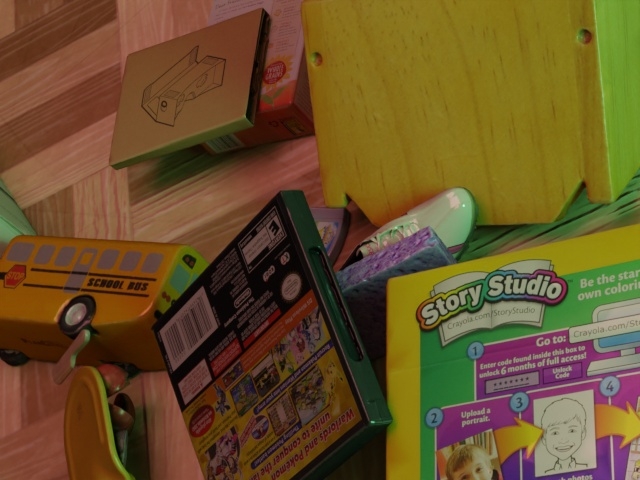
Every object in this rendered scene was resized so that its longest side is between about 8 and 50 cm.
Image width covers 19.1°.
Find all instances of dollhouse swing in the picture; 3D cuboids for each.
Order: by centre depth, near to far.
[{"bbox_3d":[0.211,-0.195,2.031,0.347,0.305,0.315,-1,99,35],"label":"dollhouse swing"}]

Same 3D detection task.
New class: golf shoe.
[{"bbox_3d":[0.081,0.014,1.918,0.186,0.086,0.067,-45,60,24],"label":"golf shoe"}]

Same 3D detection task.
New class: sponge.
[{"bbox_3d":[0.049,0.070,1.908,0.210,0.117,0.031,-27,45,17],"label":"sponge"}]

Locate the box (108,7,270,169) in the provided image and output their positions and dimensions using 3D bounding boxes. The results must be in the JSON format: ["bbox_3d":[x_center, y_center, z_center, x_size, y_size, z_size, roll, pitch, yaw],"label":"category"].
[{"bbox_3d":[-0.153,-0.176,2.217,0.201,0.021,0.164,-15,51,30],"label":"box"}]

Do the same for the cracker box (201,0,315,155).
[{"bbox_3d":[-0.062,-0.223,2.246,0.155,0.067,0.232,-10,54,32],"label":"cracker box"}]

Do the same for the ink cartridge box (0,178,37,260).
[{"bbox_3d":[-0.483,-0.012,2.362,0.198,0.115,0.273,-43,44,2],"label":"ink cartridge box"}]

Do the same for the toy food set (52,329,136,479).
[{"bbox_3d":[-0.222,0.203,2.029,0.128,0.071,0.218,-55,40,46],"label":"toy food set"}]

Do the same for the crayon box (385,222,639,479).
[{"bbox_3d":[0.236,0.156,1.683,0.363,0.106,0.313,-13,61,29],"label":"crayon box"}]

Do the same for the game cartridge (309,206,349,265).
[{"bbox_3d":[0.000,0.000,2.071,0.056,0.017,0.083,3,61,34],"label":"game cartridge"}]

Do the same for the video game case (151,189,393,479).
[{"bbox_3d":[-0.055,0.127,1.851,0.275,0.035,0.248,-45,58,44],"label":"video game case"}]

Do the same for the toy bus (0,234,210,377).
[{"bbox_3d":[-0.275,0.070,2.152,0.332,0.108,0.130,3,60,38],"label":"toy bus"}]
